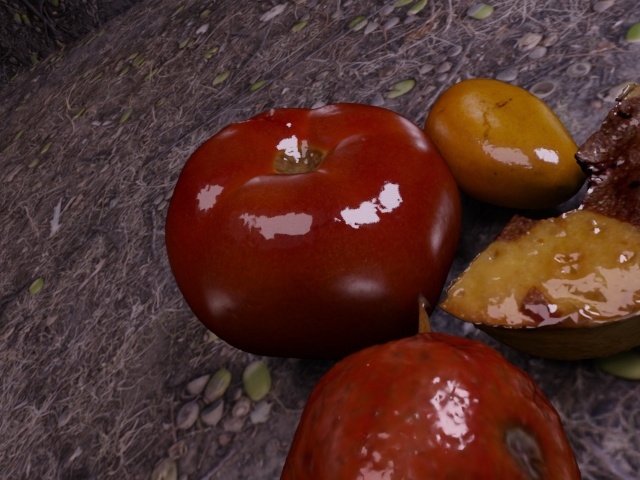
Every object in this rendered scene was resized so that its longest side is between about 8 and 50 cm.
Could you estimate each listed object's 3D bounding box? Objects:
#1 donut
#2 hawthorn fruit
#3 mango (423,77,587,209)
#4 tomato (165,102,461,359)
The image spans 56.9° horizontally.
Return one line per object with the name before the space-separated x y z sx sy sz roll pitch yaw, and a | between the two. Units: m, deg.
donut | 0.259 0.003 0.498 0.295 0.112 0.151 -47 45 -11
hawthorn fruit | 0.076 0.140 0.421 0.207 0.207 0.243 -15 53 27
mango | 0.197 -0.103 0.639 0.144 0.112 0.219 -15 34 -12
tomato | 0.000 0.000 0.607 0.298 0.226 0.299 -4 39 3
